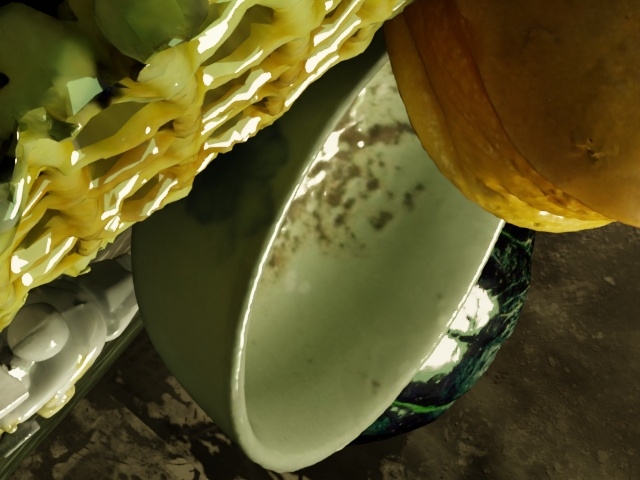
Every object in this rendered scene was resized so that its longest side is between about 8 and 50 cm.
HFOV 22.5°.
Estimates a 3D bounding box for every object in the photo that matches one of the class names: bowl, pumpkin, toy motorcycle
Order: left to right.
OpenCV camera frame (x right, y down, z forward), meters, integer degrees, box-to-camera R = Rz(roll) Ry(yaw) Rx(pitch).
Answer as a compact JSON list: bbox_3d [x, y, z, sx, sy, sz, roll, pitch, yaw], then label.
[{"bbox_3d":[-0.176,0.070,0.905,0.151,0.074,0.229,-41,176,39],"label":"toy motorcycle"},{"bbox_3d":[-0.013,-0.029,0.903,0.289,0.146,0.289,-44,149,-34],"label":"bowl"},{"bbox_3d":[0.000,0.000,1.155,0.315,0.238,0.315,-29,-132,39],"label":"pumpkin"}]

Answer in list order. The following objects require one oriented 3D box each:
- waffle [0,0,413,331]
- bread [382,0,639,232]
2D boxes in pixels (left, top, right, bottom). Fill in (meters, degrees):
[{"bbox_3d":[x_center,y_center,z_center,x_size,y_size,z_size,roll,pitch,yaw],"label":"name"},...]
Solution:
[{"bbox_3d":[-0.062,-0.054,0.596,0.317,0.073,0.297,-41,-179,38],"label":"waffle"},{"bbox_3d":[0.123,-0.132,0.737,0.195,0.269,0.143,-6,173,-25],"label":"bread"}]
